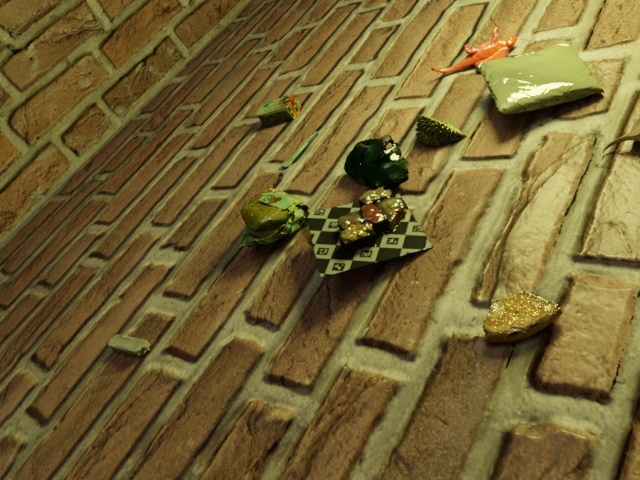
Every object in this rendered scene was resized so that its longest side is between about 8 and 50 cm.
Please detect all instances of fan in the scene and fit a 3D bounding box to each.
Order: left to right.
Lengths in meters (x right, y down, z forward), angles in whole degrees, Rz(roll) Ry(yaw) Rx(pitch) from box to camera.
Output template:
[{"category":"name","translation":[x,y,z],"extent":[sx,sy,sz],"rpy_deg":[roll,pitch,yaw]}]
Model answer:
[{"category":"fan","translation":[-0.070,-0.324,2.135],"extent":[0.038,0.016,0.193],"rpy_deg":[22,63,46]}]

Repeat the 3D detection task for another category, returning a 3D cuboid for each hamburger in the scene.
[{"category":"hamburger","translation":[-0.159,-0.061,1.794],"extent":[0.235,0.125,0.214],"rpy_deg":[-28,23,-17]}]

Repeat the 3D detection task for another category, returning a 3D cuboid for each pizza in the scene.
[{"category":"pizza","translation":[0.396,0.154,1.198],"extent":[0.160,0.036,0.099],"rpy_deg":[-23,37,13]}]

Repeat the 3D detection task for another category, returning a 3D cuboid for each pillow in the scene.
[{"category":"pillow","translation":[0.614,-0.458,1.696],"extent":[0.280,0.076,0.274],"rpy_deg":[-12,43,7]}]

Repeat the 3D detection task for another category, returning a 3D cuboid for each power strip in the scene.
[{"category":"power strip","translation":[-0.558,0.307,1.750],"extent":[0.191,0.030,0.047],"rpy_deg":[1,46,39]}]

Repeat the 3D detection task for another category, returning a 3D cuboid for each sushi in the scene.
[{"category":"sushi","translation":[0.108,-0.047,1.562],"extent":[0.292,0.059,0.294],"rpy_deg":[-14,37,-4]}]

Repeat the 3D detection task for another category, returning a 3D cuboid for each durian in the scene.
[{"category":"durian","translation":[0.339,-0.335,1.807],"extent":[0.100,0.086,0.215],"rpy_deg":[-11,29,-30]}]

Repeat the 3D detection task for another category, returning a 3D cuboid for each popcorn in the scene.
[{"category":"popcorn","translation":[0.000,0.000,1.656],"extent":[0.084,0.084,0.084],"rpy_deg":[-21,37,17]}]

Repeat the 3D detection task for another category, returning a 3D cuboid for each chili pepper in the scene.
[{"category":"chili pepper","translation":[0.157,-0.237,1.771],"extent":[0.148,0.116,0.264],"rpy_deg":[-39,35,-3]}]

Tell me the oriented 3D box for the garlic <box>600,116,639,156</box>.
[{"category":"garlic","translation":[0.783,-0.275,1.367],"extent":[0.266,0.148,0.129],"rpy_deg":[-31,72,-4]}]

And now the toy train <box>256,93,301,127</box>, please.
[{"category":"toy train","translation":[-0.171,-0.516,2.393],"extent":[0.188,0.072,0.099],"rpy_deg":[-12,46,26]}]

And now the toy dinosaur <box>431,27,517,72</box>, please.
[{"category":"toy dinosaur","translation":[0.522,-0.588,1.974],"extent":[0.286,0.070,0.139],"rpy_deg":[-26,58,13]}]
